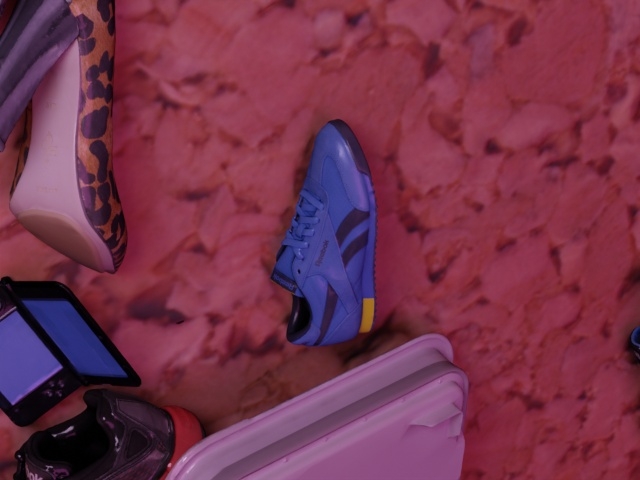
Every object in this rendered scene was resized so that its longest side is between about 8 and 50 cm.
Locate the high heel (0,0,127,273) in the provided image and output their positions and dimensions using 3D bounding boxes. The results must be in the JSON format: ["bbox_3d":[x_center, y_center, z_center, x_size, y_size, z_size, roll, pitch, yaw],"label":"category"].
[{"bbox_3d":[-0.169,-0.096,1.227,0.186,0.093,0.261,-63,154,-22],"label":"high heel"}]

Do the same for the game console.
[{"bbox_3d":[-0.223,0.093,1.288,0.107,0.071,0.122,-37,122,-6],"label":"game console"}]

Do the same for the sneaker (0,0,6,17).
[{"bbox_3d":[-0.227,-0.236,1.082,0.121,0.112,0.299,7,111,-31],"label":"sneaker"}]

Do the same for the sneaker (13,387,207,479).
[{"bbox_3d":[-0.223,0.234,1.357,0.276,0.097,0.135,-51,128,2],"label":"sneaker"}]

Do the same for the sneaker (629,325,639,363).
[{"bbox_3d":[0.351,0.127,1.635,0.086,0.085,0.237,-1,124,1],"label":"sneaker"}]

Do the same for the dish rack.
[{"bbox_3d":[0.008,0.253,1.454,0.333,0.072,0.285,-24,133,-33],"label":"dish rack"}]

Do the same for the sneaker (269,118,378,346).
[{"bbox_3d":[0.000,0.000,1.368,0.082,0.069,0.209,-12,122,-19],"label":"sneaker"}]
